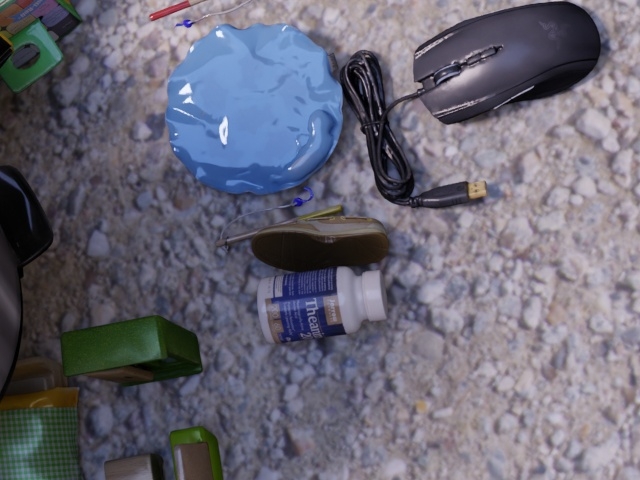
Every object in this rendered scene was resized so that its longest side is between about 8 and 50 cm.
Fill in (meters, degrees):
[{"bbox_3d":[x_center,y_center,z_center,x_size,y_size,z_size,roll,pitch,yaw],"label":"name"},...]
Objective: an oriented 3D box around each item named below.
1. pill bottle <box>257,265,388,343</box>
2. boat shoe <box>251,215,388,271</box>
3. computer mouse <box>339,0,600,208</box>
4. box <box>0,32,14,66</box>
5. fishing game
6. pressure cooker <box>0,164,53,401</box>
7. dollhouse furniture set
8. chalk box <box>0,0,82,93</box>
[{"bbox_3d":[0.003,0.061,1.186,0.120,0.067,0.067,-9,79,9],"label":"pill bottle"},{"bbox_3d":[0.000,0.000,1.208,0.135,0.045,0.050,1,121,3],"label":"boat shoe"},{"bbox_3d":[0.155,-0.135,1.196,0.262,0.060,0.184,-14,78,8],"label":"computer mouse"},{"bbox_3d":[-0.496,-0.152,1.191,0.257,0.079,0.322,40,116,-12],"label":"box"},{"bbox_3d":[-0.066,-0.136,1.247,0.189,0.041,0.264,-21,86,6],"label":"fishing game"},{"bbox_3d":[-0.444,0.052,1.011,0.369,0.420,0.376,13,74,-1],"label":"pressure cooker"},{"bbox_3d":[-0.261,0.202,1.165,0.301,0.151,0.198,-11,79,8],"label":"dollhouse furniture set"},{"bbox_3d":[-0.349,-0.256,1.267,0.132,0.132,0.213,-35,77,3],"label":"chalk box"}]
